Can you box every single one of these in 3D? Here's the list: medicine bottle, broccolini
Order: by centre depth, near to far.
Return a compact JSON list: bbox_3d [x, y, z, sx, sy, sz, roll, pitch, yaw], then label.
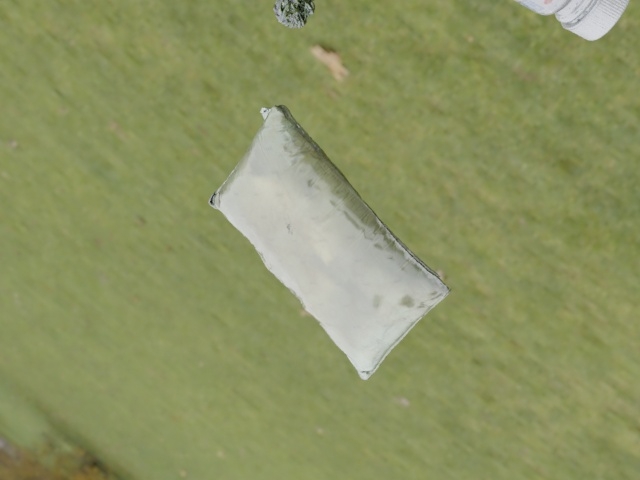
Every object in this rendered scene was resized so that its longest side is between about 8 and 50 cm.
[{"bbox_3d":[0.280,-0.320,1.599,0.168,0.105,0.105,25,168,-17],"label":"medicine bottle"},{"bbox_3d":[-0.032,-0.413,2.005,0.068,0.091,0.203,24,132,18],"label":"broccolini"}]

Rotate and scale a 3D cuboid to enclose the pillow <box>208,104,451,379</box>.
[{"bbox_3d":[0.000,0.000,1.543,0.302,0.075,0.185,48,131,11],"label":"pillow"}]
